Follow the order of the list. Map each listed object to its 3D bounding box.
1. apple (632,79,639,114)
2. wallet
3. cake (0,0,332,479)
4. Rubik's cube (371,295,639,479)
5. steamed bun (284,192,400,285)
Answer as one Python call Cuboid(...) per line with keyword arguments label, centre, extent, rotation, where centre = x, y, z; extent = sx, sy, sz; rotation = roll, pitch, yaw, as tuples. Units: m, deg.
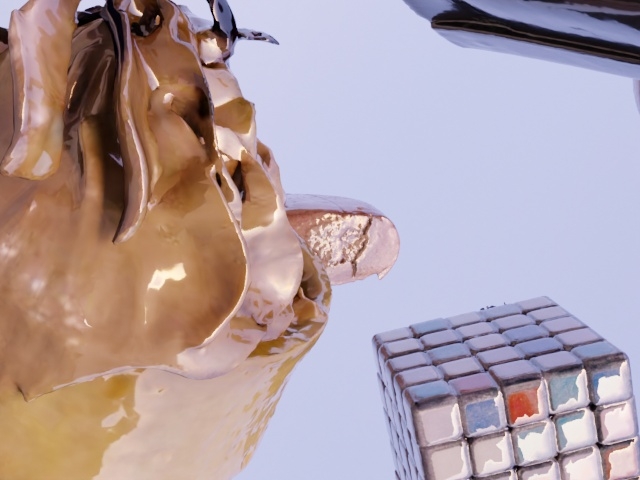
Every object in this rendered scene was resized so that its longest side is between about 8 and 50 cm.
Cuboid(label="apple", centre=(0.534, -0.216, 1.182), extent=(0.264, 0.264, 0.264), rotation=(-21, -118, 49))
Cuboid(label="wallet", centre=(0.268, -0.226, 0.932), extent=(0.406, 0.228, 0.062), rotation=(24, -92, 39))
Cuboid(label="cake", centre=(-0.125, -0.031, 0.631), extent=(0.321, 0.332, 0.332), rotation=(-63, -142, 23))
Cuboid(label="Rubik's cube", centre=(0.253, 0.269, 1.254), extent=(0.293, 0.292, 0.286), rotation=(-130, -153, -75))
Cuboid(label="steamed bun", centre=(0.000, 0.000, 1.086), extent=(0.145, 0.175, 0.106), rotation=(-142, -126, -71))
